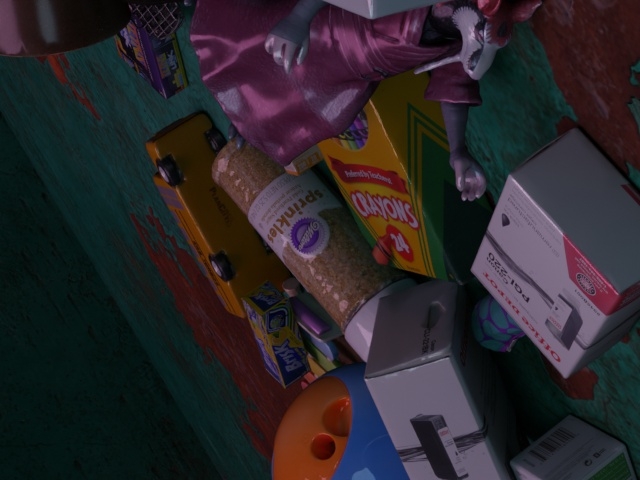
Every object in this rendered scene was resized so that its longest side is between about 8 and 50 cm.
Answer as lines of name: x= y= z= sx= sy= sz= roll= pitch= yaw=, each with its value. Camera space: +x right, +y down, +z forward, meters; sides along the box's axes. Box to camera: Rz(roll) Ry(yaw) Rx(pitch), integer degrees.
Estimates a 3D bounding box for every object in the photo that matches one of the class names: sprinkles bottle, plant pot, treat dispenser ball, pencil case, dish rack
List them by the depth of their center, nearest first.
pencil case: x=0.220 y=0.080 z=1.549 sx=0.151 sy=0.064 sz=0.070 roll=128 pitch=123 yaw=-71
plant pot: x=-0.375 y=-0.393 z=1.856 sx=0.215 sy=0.215 sz=0.230 roll=35 pitch=139 yaw=48
sprinkles bottle: x=0.000 y=0.000 z=1.876 sx=0.355 sy=0.121 sz=0.121 roll=49 pitch=160 yaw=21
dish rack: x=-0.265 y=-0.413 z=1.939 sx=0.271 sy=0.074 sz=0.208 roll=57 pitch=163 yaw=-7
treat dispenser ball: x=0.074 y=0.312 z=1.943 sx=0.288 sy=0.288 sz=0.288 roll=48 pitch=160 yaw=24

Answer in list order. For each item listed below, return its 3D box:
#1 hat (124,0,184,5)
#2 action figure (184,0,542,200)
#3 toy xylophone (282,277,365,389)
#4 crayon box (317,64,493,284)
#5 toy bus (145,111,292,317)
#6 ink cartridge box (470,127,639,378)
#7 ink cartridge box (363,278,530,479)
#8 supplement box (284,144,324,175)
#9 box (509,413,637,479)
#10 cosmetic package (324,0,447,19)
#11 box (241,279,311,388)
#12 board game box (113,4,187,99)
hat: x=-0.192 y=-0.392 z=1.611 sx=0.331 sy=0.331 sz=0.134 roll=134 pitch=142 yaw=-71
action figure: x=0.057 y=-0.200 z=1.349 sx=0.370 sy=0.275 sz=0.248 roll=-9 pitch=138 yaw=38
toy xylophone: x=0.013 y=0.198 z=2.234 sx=0.236 sy=0.081 sz=0.322 roll=34 pitch=151 yaw=50
crayon box: x=0.072 y=-0.112 z=1.575 sx=0.318 sy=0.081 sz=0.202 roll=63 pitch=161 yaw=-17
toy bus: x=-0.168 y=-0.041 z=2.250 sx=0.332 sy=0.108 sz=0.130 roll=62 pitch=162 yaw=-19
ink cartridge box: x=0.242 y=0.018 z=1.351 sx=0.158 sy=0.092 sz=0.218 roll=50 pitch=162 yaw=18
ink cartridge box: x=0.159 y=0.208 z=1.691 sx=0.197 sy=0.114 sz=0.273 roll=-74 pitch=-36 yaw=-62
supplement box: x=-0.033 y=-0.142 z=1.814 sx=0.036 sy=0.062 sz=0.098 roll=19 pitch=140 yaw=63
box: x=0.297 y=0.278 z=1.624 sx=0.102 sy=0.101 sz=0.087 roll=28 pitch=147 yaw=55
cosmetic package: x=-0.025 y=-0.360 z=1.200 sx=0.453 sy=0.161 sz=0.230 roll=32 pitch=133 yaw=51
box: x=-0.066 y=0.144 z=2.128 sx=0.059 sy=0.054 sz=0.169 roll=40 pitch=156 yaw=42
board game box: x=-0.274 y=-0.320 z=2.144 sx=0.141 sy=0.048 sz=0.170 roll=44 pitch=158 yaw=35
